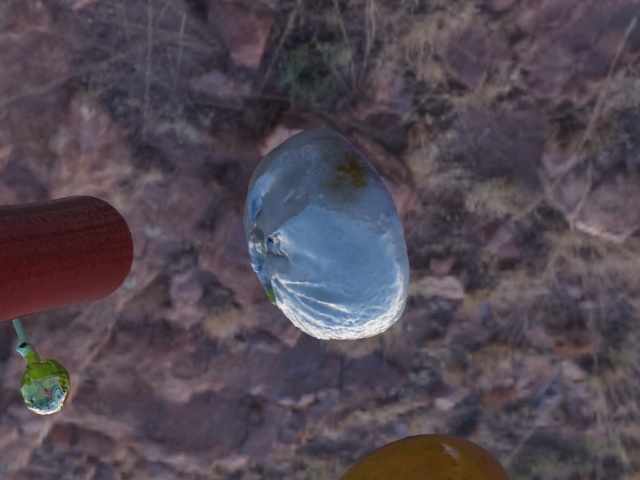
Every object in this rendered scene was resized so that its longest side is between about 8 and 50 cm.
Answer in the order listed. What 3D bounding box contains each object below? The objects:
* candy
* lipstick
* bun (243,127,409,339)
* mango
[{"bbox_3d":[-0.338,0.122,1.334,0.058,0.194,0.062,20,117,-46],"label":"candy"},{"bbox_3d":[-0.192,0.013,0.709,0.080,0.080,0.241,-6,-177,12],"label":"lipstick"},{"bbox_3d":[0.000,0.000,1.805,0.211,0.362,0.362,-17,147,-18],"label":"bun"},{"bbox_3d":[0.047,0.165,0.572,0.115,0.165,0.089,5,122,16],"label":"mango"}]
